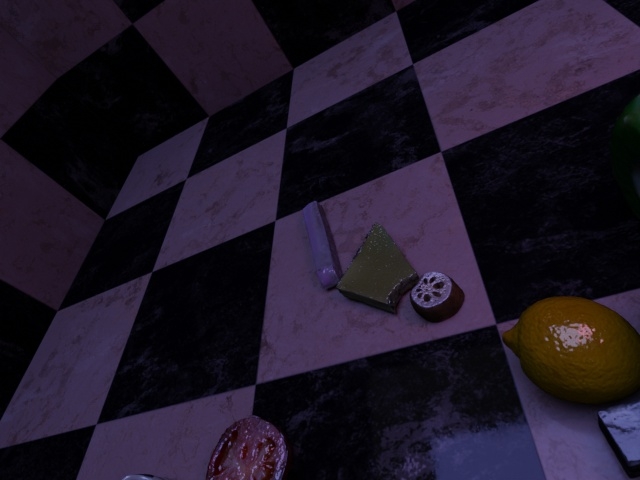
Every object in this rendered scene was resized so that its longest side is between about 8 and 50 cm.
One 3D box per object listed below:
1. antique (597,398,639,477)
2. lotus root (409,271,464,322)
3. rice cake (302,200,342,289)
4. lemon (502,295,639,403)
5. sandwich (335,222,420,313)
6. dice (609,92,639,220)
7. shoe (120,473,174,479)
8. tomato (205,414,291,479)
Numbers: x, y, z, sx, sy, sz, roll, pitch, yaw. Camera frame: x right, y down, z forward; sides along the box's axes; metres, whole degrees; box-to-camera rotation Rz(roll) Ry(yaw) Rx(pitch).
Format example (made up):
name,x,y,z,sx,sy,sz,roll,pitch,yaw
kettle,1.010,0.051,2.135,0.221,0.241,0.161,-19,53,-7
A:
name,x,y,z,sx,sy,sz,roll,pitch,yaw
antique,0.552,0.294,0.653,0.183,0.088,0.086,-26,42,16
lotus root,0.285,0.137,1.026,0.112,0.081,0.122,29,74,41
rice cake,0.000,0.000,1.380,0.070,0.064,0.399,-33,39,16
lemon,0.456,0.194,0.746,0.244,0.187,0.187,6,56,28
sandwich,0.190,0.074,1.170,0.212,0.063,0.245,14,63,41
dice,0.755,-0.154,0.761,0.300,0.297,0.287,-27,37,15
shoe,-0.346,0.646,0.958,0.363,0.160,0.132,8,60,43
tomato,-0.156,0.534,0.977,0.225,0.085,0.225,-18,44,19
